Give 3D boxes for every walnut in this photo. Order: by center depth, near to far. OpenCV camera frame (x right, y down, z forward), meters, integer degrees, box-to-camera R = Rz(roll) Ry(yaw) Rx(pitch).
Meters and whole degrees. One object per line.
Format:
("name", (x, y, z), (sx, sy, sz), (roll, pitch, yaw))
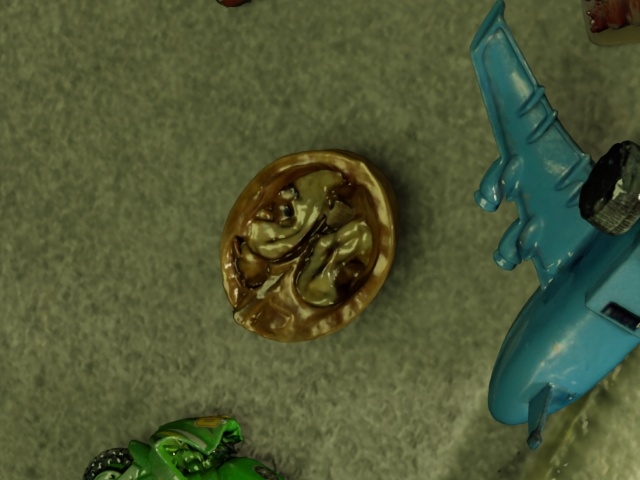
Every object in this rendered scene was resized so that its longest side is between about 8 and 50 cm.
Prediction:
("walnut", (0.000, 0.000, 0.884), (0.091, 0.052, 0.121), (46, 117, 10))

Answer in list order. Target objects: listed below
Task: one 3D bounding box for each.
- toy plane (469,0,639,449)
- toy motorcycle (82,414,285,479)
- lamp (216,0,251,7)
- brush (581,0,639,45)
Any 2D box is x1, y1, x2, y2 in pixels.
("toy plane", (0.158, 0.003, 0.775), (0.254, 0.105, 0.271), (30, 118, -7))
("toy motorcycle", (-0.050, 0.165, 0.935), (0.190, 0.074, 0.106), (35, 104, 16))
("lamp", (-0.054, -0.169, 0.893), (0.063, 0.031, 0.083), (-27, 91, 29))
("brush", (0.269, -0.136, 0.735), (0.321, 0.050, 0.060), (-5, 94, 26))
